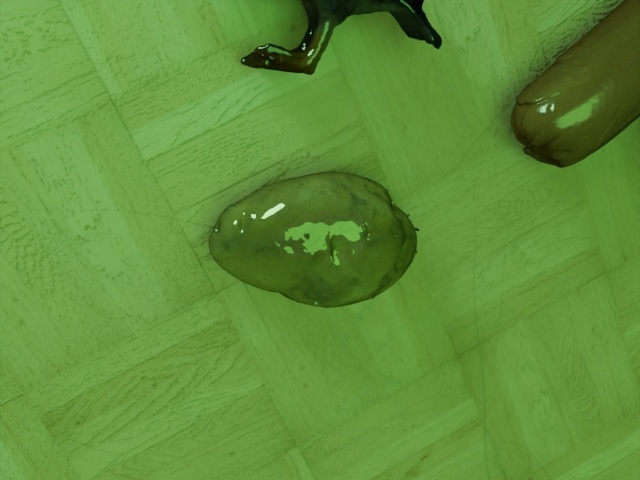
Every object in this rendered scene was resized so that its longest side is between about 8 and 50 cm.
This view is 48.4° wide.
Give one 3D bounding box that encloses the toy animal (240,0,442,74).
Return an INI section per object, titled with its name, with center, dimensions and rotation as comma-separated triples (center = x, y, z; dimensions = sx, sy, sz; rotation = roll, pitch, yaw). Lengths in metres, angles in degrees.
[toy animal]
center = -0.009, -0.264, 0.731
dimensions = 0.298, 0.122, 0.186
rotation = 6, 100, -10

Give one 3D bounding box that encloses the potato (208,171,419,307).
[potato]
center = 0.001, -0.005, 0.809
dimensions = 0.234, 0.128, 0.161
rotation = 20, 95, -16

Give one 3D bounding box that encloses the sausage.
[sausage]
center = 0.364, -0.210, 0.864
dimensions = 0.304, 0.121, 0.121
rotation = -41, 113, -1
